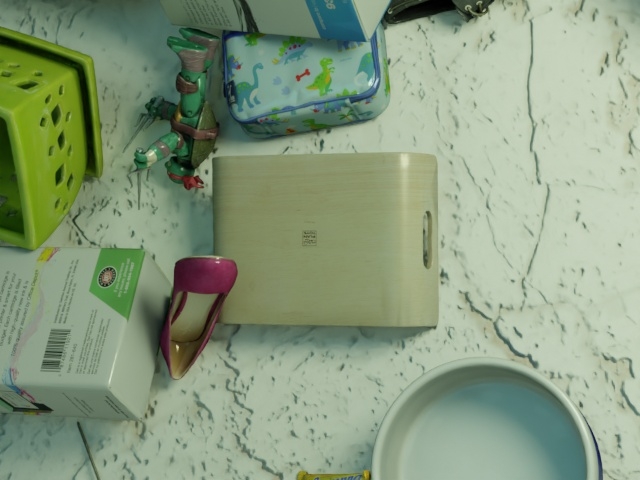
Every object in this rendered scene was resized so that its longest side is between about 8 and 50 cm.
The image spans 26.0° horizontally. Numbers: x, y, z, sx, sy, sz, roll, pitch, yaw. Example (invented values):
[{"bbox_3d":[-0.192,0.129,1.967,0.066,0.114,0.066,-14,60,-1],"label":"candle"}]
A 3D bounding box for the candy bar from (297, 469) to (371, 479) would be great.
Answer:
[{"bbox_3d":[0.016,0.302,1.701,0.161,0.018,0.040,-16,64,56],"label":"candy bar"}]

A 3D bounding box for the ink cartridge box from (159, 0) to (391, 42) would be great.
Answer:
[{"bbox_3d":[-0.047,-0.390,1.815,0.307,0.129,0.223,9,58,28],"label":"ink cartridge box"}]

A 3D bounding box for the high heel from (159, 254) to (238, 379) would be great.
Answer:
[{"bbox_3d":[-0.158,0.096,1.744,0.082,0.244,0.117,8,70,-19],"label":"high heel"}]

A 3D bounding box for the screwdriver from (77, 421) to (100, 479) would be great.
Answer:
[{"bbox_3d":[-0.294,0.316,1.845,0.024,0.025,0.170,-30,61,10],"label":"screwdriver"}]

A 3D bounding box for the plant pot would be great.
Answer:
[{"bbox_3d":[-0.420,-0.155,1.866,0.227,0.228,0.207,19,41,22],"label":"plant pot"}]

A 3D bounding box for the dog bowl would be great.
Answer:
[{"bbox_3d":[0.199,0.276,1.647,0.265,0.104,0.265,-4,76,17],"label":"dog bowl"}]

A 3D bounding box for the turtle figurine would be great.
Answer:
[{"bbox_3d":[-0.193,-0.161,1.869,0.118,0.175,0.234,11,111,-13],"label":"turtle figurine"}]

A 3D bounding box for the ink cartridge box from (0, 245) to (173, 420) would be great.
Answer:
[{"bbox_3d":[-0.359,0.120,1.831,0.278,0.117,0.201,1,61,18],"label":"ink cartridge box"}]

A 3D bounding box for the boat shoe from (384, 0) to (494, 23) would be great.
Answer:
[{"bbox_3d":[0.184,-0.321,1.810,0.228,0.080,0.076,-2,83,18],"label":"boat shoe"}]

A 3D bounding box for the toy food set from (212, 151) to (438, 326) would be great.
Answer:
[{"bbox_3d":[0.000,0.000,1.796,0.306,0.092,0.219,0,89,19],"label":"toy food set"}]

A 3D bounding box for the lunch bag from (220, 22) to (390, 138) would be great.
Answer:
[{"bbox_3d":[-0.022,-0.237,1.849,0.219,0.090,0.176,-9,69,14],"label":"lunch bag"}]
